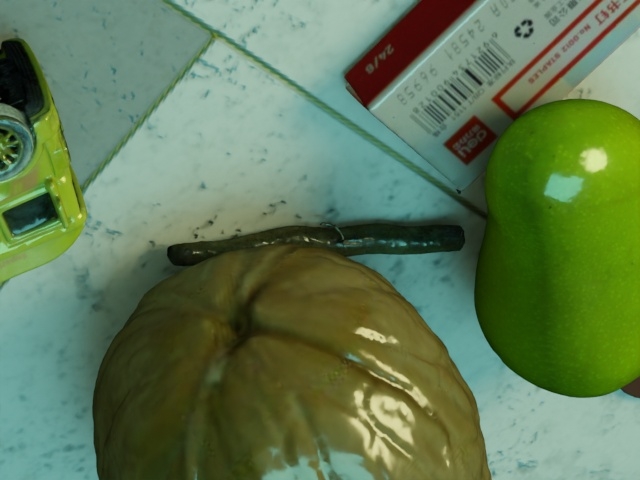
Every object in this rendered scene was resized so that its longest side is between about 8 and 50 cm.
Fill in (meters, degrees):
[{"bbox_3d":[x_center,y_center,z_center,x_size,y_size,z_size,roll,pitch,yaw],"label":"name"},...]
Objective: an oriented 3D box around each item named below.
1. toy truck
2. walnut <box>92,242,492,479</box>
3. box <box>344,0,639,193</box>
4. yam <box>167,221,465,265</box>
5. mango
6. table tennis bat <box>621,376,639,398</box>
[{"bbox_3d":[-0.284,-0.010,1.180,0.272,0.124,0.157,-24,130,-5],"label":"toy truck"},{"bbox_3d":[-0.021,0.156,1.326,0.277,0.252,0.313,-14,135,2],"label":"walnut"},{"bbox_3d":[0.139,-0.150,1.305,0.229,0.050,0.123,-44,131,11],"label":"box"},{"bbox_3d":[0.000,0.001,1.371,0.234,0.029,0.027,-3,86,-22],"label":"yam"},{"bbox_3d":[0.191,0.004,1.365,0.175,0.143,0.293,-33,142,-11],"label":"mango"},{"bbox_3d":[0.357,0.060,1.575,0.247,0.022,0.138,-20,130,-5],"label":"table tennis bat"}]
